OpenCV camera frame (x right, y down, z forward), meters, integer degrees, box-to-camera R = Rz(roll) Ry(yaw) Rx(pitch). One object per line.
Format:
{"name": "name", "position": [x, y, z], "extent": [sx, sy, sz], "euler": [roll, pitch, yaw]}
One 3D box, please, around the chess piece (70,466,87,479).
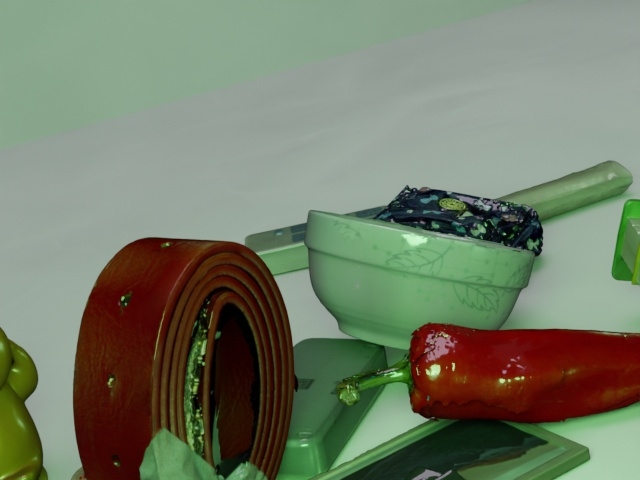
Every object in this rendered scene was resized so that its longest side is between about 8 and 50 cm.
{"name": "chess piece", "position": [-0.236, 0.271, 1.435], "extent": [0.084, 0.038, 0.083], "euler": [-11, 21, 4]}

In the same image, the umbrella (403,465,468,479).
{"name": "umbrella", "position": [0.029, 0.312, 1.093], "extent": [0.118, 0.118, 0.340], "euler": [7, 32, 43]}

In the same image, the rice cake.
{"name": "rice cake", "position": [0.364, -0.067, 2.015], "extent": [0.256, 0.052, 0.057], "euler": [-18, 54, -18]}

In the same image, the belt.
{"name": "belt", "position": [-0.129, 0.158, 1.297], "extent": [0.115, 0.323, 0.227], "euler": [5, 9, 37]}

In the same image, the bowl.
{"name": "bowl", "position": [0.112, 0.056, 1.601], "extent": [0.287, 0.143, 0.287], "euler": [10, 4, -1]}

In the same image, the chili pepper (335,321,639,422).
{"name": "chili pepper", "position": [0.209, 0.141, 1.394], "extent": [0.388, 0.110, 0.110], "euler": [0, 19, -1]}

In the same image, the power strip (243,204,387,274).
{"name": "power strip", "position": [0.000, 0.000, 2.057], "extent": [0.270, 0.046, 0.118], "euler": [-13, 19, -1]}

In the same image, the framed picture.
{"name": "framed picture", "position": [0.116, 0.244, 1.338], "extent": [0.265, 0.018, 0.192], "euler": [-22, 20, -28]}

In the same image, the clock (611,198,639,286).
{"name": "clock", "position": [0.473, 0.054, 1.472], "extent": [0.220, 0.106, 0.255], "euler": [4, 23, -3]}

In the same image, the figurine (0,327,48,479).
{"name": "figurine", "position": [-0.394, 0.198, 1.446], "extent": [0.215, 0.228, 0.215], "euler": [-28, 1, 1]}

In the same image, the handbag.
{"name": "handbag", "position": [0.185, -0.003, 1.858], "extent": [0.260, 0.113, 0.162], "euler": [11, 35, 33]}

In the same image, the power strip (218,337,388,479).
{"name": "power strip", "position": [-0.045, 0.191, 1.515], "extent": [0.194, 0.059, 0.265], "euler": [1, 22, 22]}
